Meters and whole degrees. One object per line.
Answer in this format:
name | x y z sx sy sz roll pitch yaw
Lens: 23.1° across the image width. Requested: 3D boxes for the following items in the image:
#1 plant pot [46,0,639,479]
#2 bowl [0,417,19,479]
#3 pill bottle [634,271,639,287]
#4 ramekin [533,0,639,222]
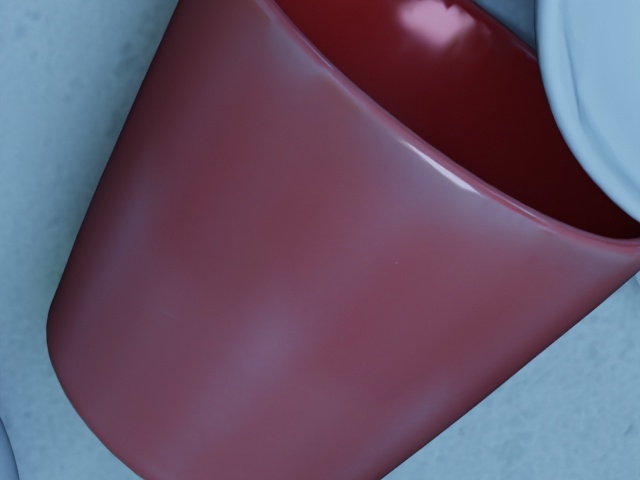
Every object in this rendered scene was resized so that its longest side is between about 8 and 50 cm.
plant pot | 0.000 0.000 0.813 0.275 0.275 0.243 29 115 -16
bowl | -0.268 0.145 0.800 0.298 0.134 0.298 9 75 -36
pill bottle | 0.270 -0.022 0.883 0.186 0.112 0.112 -21 113 28
ramekin | 0.228 -0.129 0.722 0.272 0.127 0.273 0 122 0
